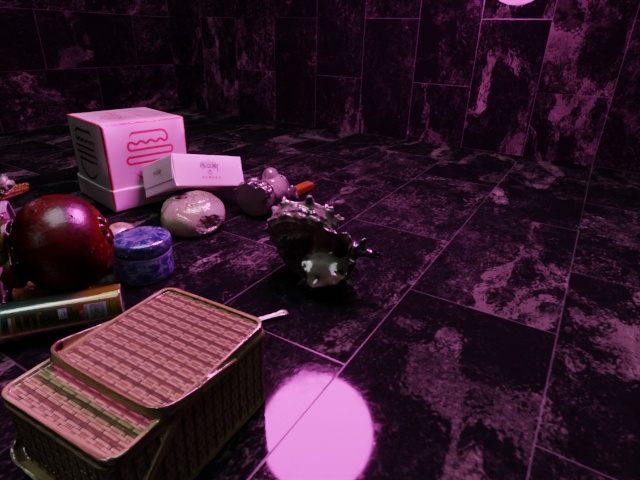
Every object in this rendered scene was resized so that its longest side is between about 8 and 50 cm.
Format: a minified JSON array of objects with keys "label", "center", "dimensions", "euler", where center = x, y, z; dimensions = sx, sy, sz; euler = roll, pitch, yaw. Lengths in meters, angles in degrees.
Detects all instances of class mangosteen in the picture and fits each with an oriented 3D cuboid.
[{"label":"mangosteen","center":[-0.579,0.016,0.931],"dimensions":[0.258,0.215,0.215],"euler":[-17,29,-11]}]

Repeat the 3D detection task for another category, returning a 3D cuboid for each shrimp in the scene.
[{"label":"shrimp","center":[-0.659,0.087,1.047],"dimensions":[0.154,0.062,0.294],"euler":[-27,39,-36]}]

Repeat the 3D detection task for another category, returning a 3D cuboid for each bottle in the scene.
[{"label":"bottle","center":[-0.554,0.152,0.885],"dimensions":[0.286,0.082,0.082],"euler":[-9,27,-22]}]

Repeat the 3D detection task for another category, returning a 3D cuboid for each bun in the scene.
[{"label":"bun","center":[-0.404,-0.093,1.386],"dimensions":[0.222,0.108,0.221],"euler":[1,25,-1]}]

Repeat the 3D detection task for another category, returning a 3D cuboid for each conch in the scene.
[{"label":"conch","center":[-0.007,-0.003,1.077],"dimensions":[0.186,0.240,0.313],"euler":[-31,51,-28]}]

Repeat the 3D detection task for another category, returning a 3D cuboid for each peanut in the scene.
[{"label":"peanut","center":[-0.563,0.010,1.182],"dimensions":[0.087,0.087,0.206],"euler":[5,26,6]}]

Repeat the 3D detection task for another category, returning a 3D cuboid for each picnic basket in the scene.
[{"label":"picnic basket","center":[-0.250,0.222,0.644],"dimensions":[0.228,0.175,0.313],"euler":[15,29,26]}]

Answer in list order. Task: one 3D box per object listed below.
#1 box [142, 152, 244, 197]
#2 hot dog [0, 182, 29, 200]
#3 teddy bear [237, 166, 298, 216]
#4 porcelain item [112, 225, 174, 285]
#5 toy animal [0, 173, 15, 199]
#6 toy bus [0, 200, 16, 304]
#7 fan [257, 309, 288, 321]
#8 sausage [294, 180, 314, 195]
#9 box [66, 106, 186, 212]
[{"label":"box","center":[-0.437,-0.222,1.519],"dimensions":[0.203,0.116,0.274],"euler":[-9,-1,43]},{"label":"hot dog","center":[-1.143,-0.183,1.618],"dimensions":[0.062,0.038,0.144],"euler":[10,26,19]},{"label":"teddy bear","center":[-0.201,-0.179,1.551],"dimensions":[0.171,0.144,0.251],"euler":[-4,19,24]},{"label":"porcelain item","center":[-0.450,0.032,1.110],"dimensions":[0.147,0.114,0.147],"euler":[2,25,-1]},{"label":"toy animal","center":[-1.170,-0.169,1.498],"dimensions":[0.225,0.093,0.121],"euler":[-26,31,-13]},{"label":"toy bus","center":[-0.768,0.031,1.002],"dimensions":[0.113,0.090,0.273],"euler":[-9,52,-18]},{"label":"fan","center":[-0.175,0.181,0.931],"dimensions":[0.227,0.008,0.152],"euler":[-13,28,-26]},{"label":"sausage","center":[-0.071,-0.204,1.720],"dimensions":[0.039,0.041,0.131],"euler":[13,27,33]},{"label":"box","center":[-0.693,-0.311,1.609],"dimensions":[0.315,0.299,0.312],"euler":[23,32,38]}]
